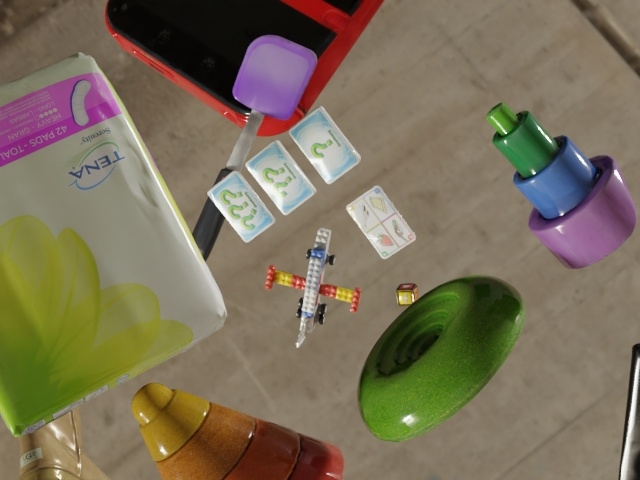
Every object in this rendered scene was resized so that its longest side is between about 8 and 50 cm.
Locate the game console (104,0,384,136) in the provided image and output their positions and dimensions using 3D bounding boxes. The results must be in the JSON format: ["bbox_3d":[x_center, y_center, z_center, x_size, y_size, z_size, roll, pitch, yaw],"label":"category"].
[{"bbox_3d":[-0.097,-0.353,1.514,0.342,0.386,0.060,-53,150,-3],"label":"game console"}]

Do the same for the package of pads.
[{"bbox_3d":[-0.245,-0.001,1.009,0.229,0.297,0.101,-27,179,-19],"label":"package of pads"}]

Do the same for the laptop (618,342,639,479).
[{"bbox_3d":[0.606,0.316,1.438,0.236,0.381,0.408,-33,128,-58],"label":"laptop"}]

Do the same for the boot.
[{"bbox_3d":[-0.337,0.245,1.463,0.089,0.270,0.236,-23,142,4],"label":"boot"}]

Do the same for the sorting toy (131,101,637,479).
[{"bbox_3d":[0.021,0.053,0.669,0.365,0.126,0.127,-43,-166,8],"label":"sorting toy"}]

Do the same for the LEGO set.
[{"bbox_3d":[0.000,0.000,1.235,0.182,0.244,0.060,-34,-174,24],"label":"LEGO set"}]

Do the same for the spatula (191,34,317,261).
[{"bbox_3d":[-0.098,-0.105,1.325,0.030,0.084,0.297,-115,-131,-86],"label":"spatula"}]
